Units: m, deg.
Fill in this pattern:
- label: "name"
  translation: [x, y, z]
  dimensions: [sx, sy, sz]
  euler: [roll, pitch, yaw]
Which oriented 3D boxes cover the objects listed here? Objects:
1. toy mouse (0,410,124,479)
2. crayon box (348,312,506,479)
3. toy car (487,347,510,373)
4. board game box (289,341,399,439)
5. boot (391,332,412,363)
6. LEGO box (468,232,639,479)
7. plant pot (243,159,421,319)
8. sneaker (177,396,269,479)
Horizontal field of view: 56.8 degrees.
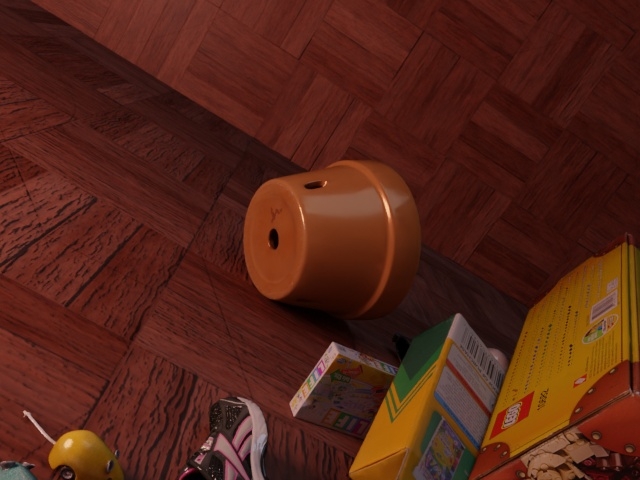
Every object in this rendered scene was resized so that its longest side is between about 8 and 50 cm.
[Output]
- label: "toy mouse"
  translation: [-0.181, 0.191, 0.426]
  dimensions: [0.161, 0.031, 0.143]
  euler: [33, 14, -2]
- label: "crayon box"
  translation: [0.154, 0.246, 0.652]
  dimensions: [0.203, 0.083, 0.323]
  euler: [52, 30, -3]
- label: "toy car"
  translation: [0.219, 0.253, 0.916]
  dimensions: [0.136, 0.159, 0.182]
  euler: [-2, 1, 33]
- label: "board game box"
  translation: [0.052, 0.200, 0.760]
  dimensions: [0.154, 0.103, 0.026]
  euler: [26, 16, -26]
- label: "boot"
  translation: [0.262, 0.270, 1.066]
  dimensions: [0.228, 0.091, 0.263]
  euler: [17, 17, -32]
- label: "LEGO box"
  translation: [0.419, 0.244, 0.704]
  dimensions: [0.372, 0.193, 0.500]
  euler: [48, 31, 6]
- label: "plant pot"
  translation: [0.000, 0.000, 1.025]
  dimensions: [0.203, 0.291, 0.291]
  euler: [0, 32, -35]
- label: "sneaker"
  translation: [-0.089, 0.201, 0.529]
  dimensions: [0.077, 0.072, 0.178]
  euler: [16, 14, -22]
